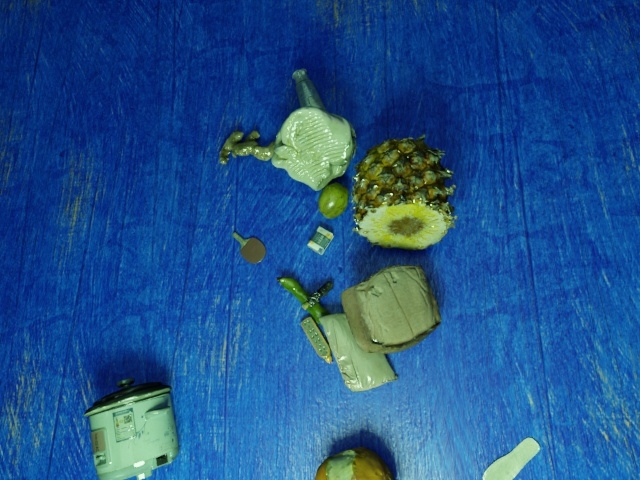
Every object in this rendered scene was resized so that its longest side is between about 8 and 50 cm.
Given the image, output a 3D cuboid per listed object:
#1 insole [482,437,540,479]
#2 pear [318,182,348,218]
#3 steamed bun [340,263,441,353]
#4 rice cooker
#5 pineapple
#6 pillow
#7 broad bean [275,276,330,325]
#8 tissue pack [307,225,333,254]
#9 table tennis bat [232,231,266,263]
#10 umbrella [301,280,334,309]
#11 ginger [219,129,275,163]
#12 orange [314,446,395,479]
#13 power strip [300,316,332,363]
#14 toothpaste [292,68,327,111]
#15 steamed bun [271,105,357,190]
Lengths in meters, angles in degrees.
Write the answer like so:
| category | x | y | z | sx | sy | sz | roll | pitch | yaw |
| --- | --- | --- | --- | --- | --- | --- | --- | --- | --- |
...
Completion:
| category | x | y | z | sx | sy | sz | roll | pitch | yaw |
| --- | --- | --- | --- | --- | --- | --- | --- | --- | --- |
| insole | 0.550 | 0.643 | 1.268 | 0.192 | 0.010 | 0.063 | -39 | 70 | -2 |
| pear | 0.045 | -0.142 | 1.561 | 0.107 | 0.107 | 0.131 | 26 | 76 | 18 |
| steamed bun | 0.203 | 0.217 | 1.366 | 0.301 | 0.199 | 0.252 | -12 | 79 | -27 |
| rice cooker | -0.586 | 0.584 | 1.384 | 0.316 | 0.264 | 0.317 | -3 | 86 | 37 |
| pineapple | 0.266 | -0.154 | 1.407 | 0.352 | 0.352 | 0.300 | 2 | 66 | 12 |
| pillow | 0.121 | 0.344 | 1.410 | 0.173 | 0.067 | 0.270 | -17 | 69 | -13 |
| broad bean | -0.050 | 0.203 | 1.503 | 0.256 | 0.052 | 0.052 | 41 | 116 | 15 |
| tissue pack | 0.000 | 0.000 | 1.561 | 0.062 | 0.042 | 0.083 | 31 | 81 | 21 |
| table tennis bat | -0.268 | 0.022 | 1.626 | 0.156 | 0.013 | 0.087 | 38 | 86 | 18 |
| umbrella | -0.008 | 0.185 | 1.474 | 0.144 | 0.040 | 0.037 | -37 | 102 | -37 |
| ginger | -0.274 | -0.375 | 1.724 | 0.258 | 0.065 | 0.150 | -5 | 70 | 12 |
| orange | 0.097 | 0.698 | 1.223 | 0.239 | 0.240 | 0.240 | -3 | 73 | 11 |
| power strip | -0.009 | 0.333 | 1.468 | 0.049 | 0.028 | 0.178 | -33 | 70 | -1 |
| toothpaste | -0.034 | -0.529 | 1.724 | 0.113 | 0.073 | 0.299 | -20 | 77 | 4 |
| steamed bun | -0.014 | -0.347 | 1.582 | 0.280 | 0.207 | 0.268 | 30 | 114 | -4 |
